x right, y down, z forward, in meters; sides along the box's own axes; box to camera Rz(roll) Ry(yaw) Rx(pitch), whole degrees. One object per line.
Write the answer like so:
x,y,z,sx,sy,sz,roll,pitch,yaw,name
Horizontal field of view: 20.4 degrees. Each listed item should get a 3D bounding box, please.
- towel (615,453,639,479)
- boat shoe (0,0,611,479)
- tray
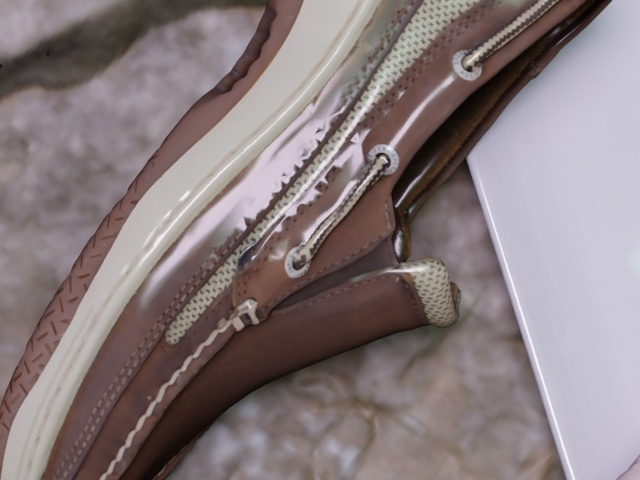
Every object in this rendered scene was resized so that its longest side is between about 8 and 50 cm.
0.140,0.218,0.449,0.332,0.053,0.317,-40,69,-13,towel
-0.002,0.000,0.531,0.095,0.095,0.257,34,96,11,boat shoe
0.115,-0.049,0.581,0.145,0.030,0.270,-16,80,1,tray
